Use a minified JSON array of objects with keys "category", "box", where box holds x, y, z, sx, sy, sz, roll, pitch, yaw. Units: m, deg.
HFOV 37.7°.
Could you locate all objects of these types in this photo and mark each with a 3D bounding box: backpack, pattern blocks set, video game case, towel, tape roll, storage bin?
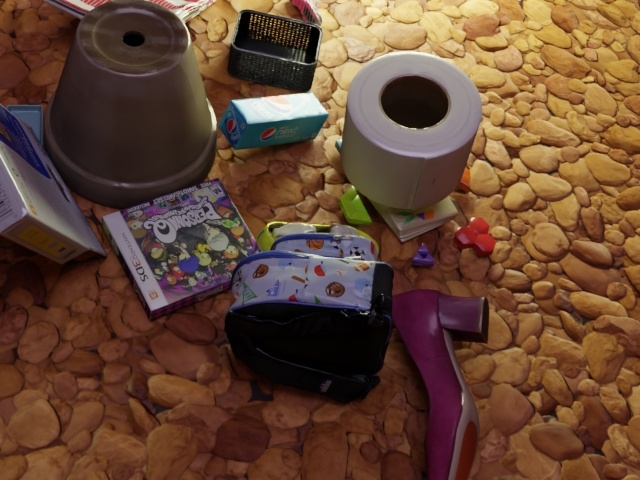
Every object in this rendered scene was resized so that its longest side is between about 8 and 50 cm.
[{"category":"backpack","box":[-0.021,0.108,1.512,0.263,0.277,0.213,1,51,-3]},{"category":"pattern blocks set","box":[0.170,-0.088,1.817,0.285,0.026,0.325,-9,59,-18]},{"category":"video game case","box":[-0.238,0.010,1.654,0.232,0.042,0.210,-20,64,-24]},{"category":"towel","box":[-0.377,-0.504,1.916,0.237,0.037,0.329,25,36,6]},{"category":"tape roll","box":[0.163,-0.203,1.731,0.246,0.169,0.246,2,58,-3]},{"category":"storage bin","box":[-0.094,-0.391,1.933,0.180,0.084,0.122,12,54,-5]}]

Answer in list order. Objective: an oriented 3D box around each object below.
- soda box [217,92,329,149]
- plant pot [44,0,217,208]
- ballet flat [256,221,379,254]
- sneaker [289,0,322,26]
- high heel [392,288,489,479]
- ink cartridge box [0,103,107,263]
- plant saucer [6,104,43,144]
[{"category":"soda box","box":[-0.088,-0.230,1.795,0.210,0.071,0.067,-14,59,-42]},{"category":"plant pot","box":[-0.337,-0.266,1.677,0.323,0.280,0.323,5,54,-8]},{"category":"ballet flat","box":[0.000,0.000,1.690,0.230,0.077,0.077,3,55,-10]},{"category":"sneaker","box":[-0.021,-0.517,2.062,0.057,0.047,0.119,-15,61,-34]},{"category":"high heel","box":[0.173,0.258,1.563,0.181,0.127,0.377,0,56,23]},{"category":"ink cartridge box","box":[-0.497,-0.109,1.529,0.072,0.307,0.304,-33,74,-3]},{"category":"plant saucer","box":[-0.547,-0.173,1.728,0.067,0.018,0.192,-2,58,-13]}]
